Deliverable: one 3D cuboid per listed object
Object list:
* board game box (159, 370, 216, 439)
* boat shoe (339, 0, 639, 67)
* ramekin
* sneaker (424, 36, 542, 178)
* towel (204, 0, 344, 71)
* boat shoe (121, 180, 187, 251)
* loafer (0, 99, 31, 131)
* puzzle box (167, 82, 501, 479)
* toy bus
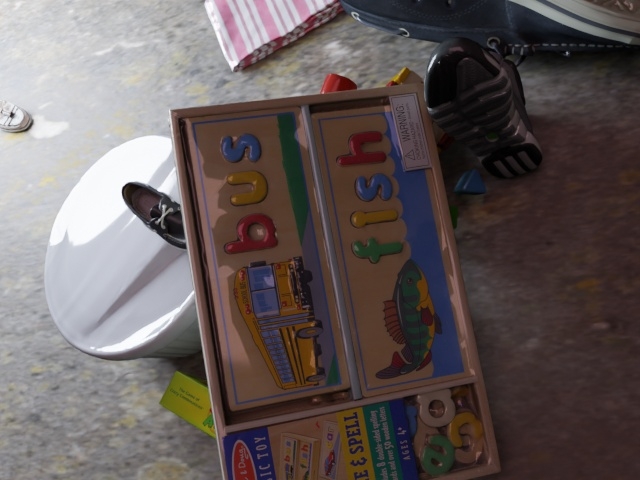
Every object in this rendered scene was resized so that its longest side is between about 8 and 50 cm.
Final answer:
[{"bbox_3d":[-0.080,0.208,0.785,0.181,0.092,0.043,23,80,26],"label":"board game box"},{"bbox_3d":[0.236,-0.302,0.832,0.500,0.156,0.187,12,70,12],"label":"boat shoe"},{"bbox_3d":[-0.192,0.020,0.860,0.273,0.127,0.273,-11,65,26],"label":"ramekin"},{"bbox_3d":[0.169,-0.172,0.770,0.086,0.228,0.132,-16,58,25],"label":"sneaker"},{"bbox_3d":[-0.068,-0.344,1.023,0.197,0.029,0.144,-28,63,8],"label":"towel"},{"bbox_3d":[-0.170,-0.029,0.764,0.125,0.038,0.046,37,92,34],"label":"boat shoe"},{"bbox_3d":[-0.517,-0.206,1.129,0.125,0.039,0.045,21,78,26],"label":"loafer"},{"bbox_3d":[0.009,0.052,0.712,0.272,0.052,0.409,-9,83,-11],"label":"puzzle box"},{"bbox_3d":[0.074,-0.098,0.836,0.202,0.104,0.191,-8,90,-12],"label":"toy bus"}]
